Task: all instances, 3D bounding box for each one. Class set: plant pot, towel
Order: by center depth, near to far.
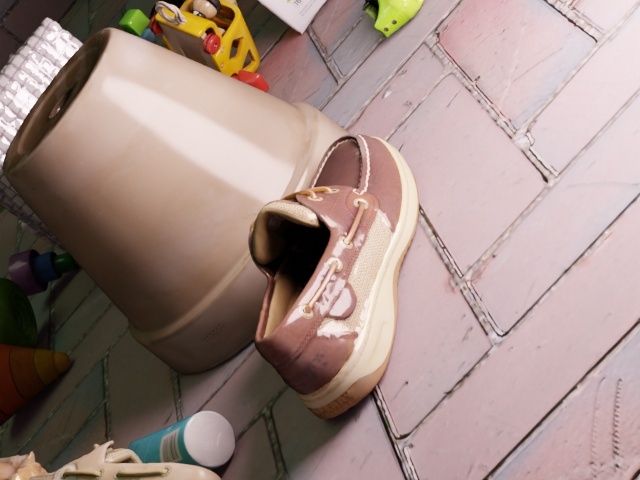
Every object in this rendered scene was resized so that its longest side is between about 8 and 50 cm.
[{"bbox_3d":[-0.168,-0.065,1.469,0.323,0.280,0.323,-43,25,25],"label":"plant pot"},{"bbox_3d":[-0.338,-0.122,1.880,0.235,0.284,0.121,-57,18,-13],"label":"towel"}]

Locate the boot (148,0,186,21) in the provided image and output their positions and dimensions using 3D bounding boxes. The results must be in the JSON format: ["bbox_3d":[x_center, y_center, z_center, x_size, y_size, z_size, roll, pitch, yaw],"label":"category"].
[{"bbox_3d":[-0.233,-0.331,2.231,0.045,0.099,0.121,-23,36,53],"label":"boot"}]

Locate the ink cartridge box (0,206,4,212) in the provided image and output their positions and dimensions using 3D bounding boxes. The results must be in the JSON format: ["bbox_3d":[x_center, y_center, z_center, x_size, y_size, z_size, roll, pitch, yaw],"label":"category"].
[{"bbox_3d":[-0.490,-0.111,2.016,0.255,0.189,0.097,-34,30,41],"label":"ink cartridge box"}]

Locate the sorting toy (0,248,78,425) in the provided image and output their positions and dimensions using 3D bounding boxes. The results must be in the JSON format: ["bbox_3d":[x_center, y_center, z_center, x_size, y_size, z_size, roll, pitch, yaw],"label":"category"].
[{"bbox_3d":[-0.385,0.111,1.914,0.126,0.127,0.365,-16,28,9],"label":"sorting toy"}]

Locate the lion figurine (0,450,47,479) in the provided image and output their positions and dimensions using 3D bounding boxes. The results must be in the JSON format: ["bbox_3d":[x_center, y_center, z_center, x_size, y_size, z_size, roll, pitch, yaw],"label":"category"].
[{"bbox_3d":[-0.382,0.414,1.407,0.240,0.142,0.392,-24,49,38],"label":"lion figurine"}]

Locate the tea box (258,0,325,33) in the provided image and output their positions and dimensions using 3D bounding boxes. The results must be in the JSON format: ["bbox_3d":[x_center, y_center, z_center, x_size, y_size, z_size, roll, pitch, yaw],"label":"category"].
[{"bbox_3d":[-0.060,-0.519,1.876,0.329,0.323,0.220,-50,22,8],"label":"tea box"}]

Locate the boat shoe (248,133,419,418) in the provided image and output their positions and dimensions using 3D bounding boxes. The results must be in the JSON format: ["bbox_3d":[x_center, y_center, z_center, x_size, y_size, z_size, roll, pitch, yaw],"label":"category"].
[{"bbox_3d":[0.000,0.000,1.244,0.123,0.123,0.342,-36,27,35],"label":"boat shoe"}]

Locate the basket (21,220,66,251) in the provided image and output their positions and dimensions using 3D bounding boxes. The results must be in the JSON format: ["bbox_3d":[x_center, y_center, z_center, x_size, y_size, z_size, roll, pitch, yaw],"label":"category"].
[{"bbox_3d":[-0.377,-0.061,2.106,0.113,0.103,0.167,-48,22,12],"label":"basket"}]

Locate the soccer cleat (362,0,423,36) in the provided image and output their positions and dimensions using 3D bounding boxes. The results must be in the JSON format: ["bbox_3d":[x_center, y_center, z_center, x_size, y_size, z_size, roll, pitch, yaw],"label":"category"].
[{"bbox_3d":[0.077,-0.300,1.632,0.072,0.060,0.179,-45,26,22],"label":"soccer cleat"}]

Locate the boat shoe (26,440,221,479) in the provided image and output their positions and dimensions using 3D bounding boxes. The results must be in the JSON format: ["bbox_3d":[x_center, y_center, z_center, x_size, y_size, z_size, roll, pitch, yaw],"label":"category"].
[{"bbox_3d":[-0.191,0.241,1.280,0.302,0.109,0.098,-7,52,53],"label":"boat shoe"}]

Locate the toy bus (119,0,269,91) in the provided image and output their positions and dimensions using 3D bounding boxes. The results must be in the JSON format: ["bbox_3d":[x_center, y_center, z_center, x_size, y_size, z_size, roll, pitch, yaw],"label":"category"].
[{"bbox_3d":[-0.151,-0.282,1.874,0.202,0.191,0.104,-6,50,61],"label":"toy bus"}]

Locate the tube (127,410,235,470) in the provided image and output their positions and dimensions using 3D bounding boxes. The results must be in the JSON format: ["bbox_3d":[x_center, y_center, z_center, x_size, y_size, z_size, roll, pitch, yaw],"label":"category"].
[{"bbox_3d":[-0.154,0.211,1.338,0.207,0.052,0.080,-30,32,52],"label":"tube"}]
